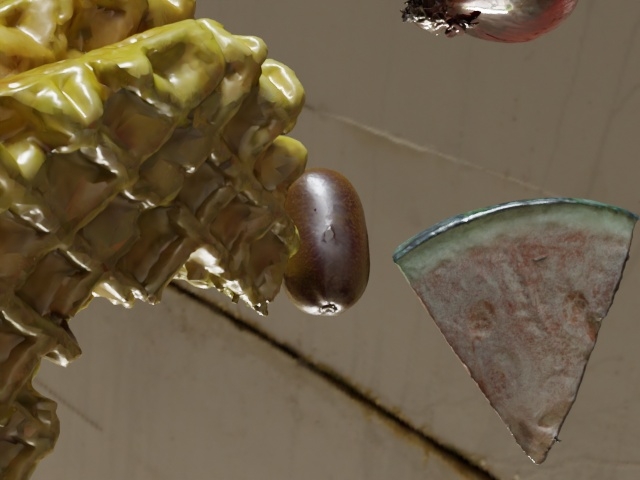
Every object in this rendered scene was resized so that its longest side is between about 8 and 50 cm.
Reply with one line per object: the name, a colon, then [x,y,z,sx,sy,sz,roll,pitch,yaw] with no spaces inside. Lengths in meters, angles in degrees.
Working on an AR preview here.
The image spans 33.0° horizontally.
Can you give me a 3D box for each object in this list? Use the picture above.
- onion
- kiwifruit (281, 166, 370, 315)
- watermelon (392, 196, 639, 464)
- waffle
onion: [0.231,-0.417,1.641,0.347,0.285,0.347,34,-14,9]
kiwifruit: [0.000,0.000,0.843,0.075,0.075,0.124,-40,-129,47]
watermelon: [0.199,0.087,1.288,0.250,0.293,0.283,20,-21,7]
waffle: [-0.149,-0.001,0.611,0.151,0.324,0.261,19,-44,32]
